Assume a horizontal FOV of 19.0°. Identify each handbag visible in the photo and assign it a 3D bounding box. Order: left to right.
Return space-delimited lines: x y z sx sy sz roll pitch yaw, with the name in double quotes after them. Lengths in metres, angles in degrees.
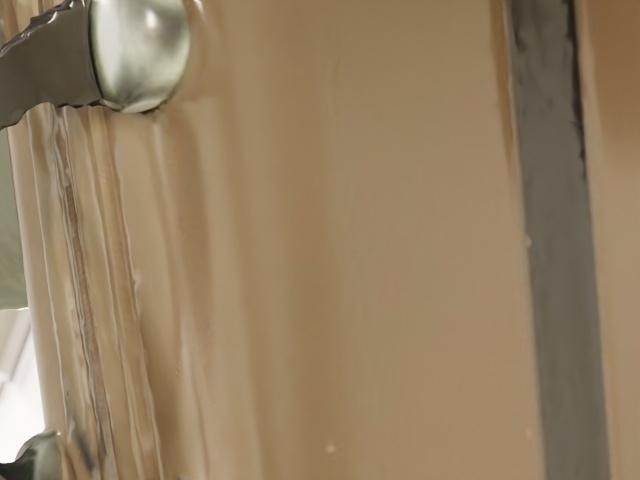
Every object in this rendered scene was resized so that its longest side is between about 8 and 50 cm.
0.000 0.000 0.541 0.283 0.302 0.149 -11 -167 -32 "handbag"

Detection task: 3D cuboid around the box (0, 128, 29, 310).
-0.210 -0.123 0.929 0.373 0.090 0.367 -2 128 25 "box"
